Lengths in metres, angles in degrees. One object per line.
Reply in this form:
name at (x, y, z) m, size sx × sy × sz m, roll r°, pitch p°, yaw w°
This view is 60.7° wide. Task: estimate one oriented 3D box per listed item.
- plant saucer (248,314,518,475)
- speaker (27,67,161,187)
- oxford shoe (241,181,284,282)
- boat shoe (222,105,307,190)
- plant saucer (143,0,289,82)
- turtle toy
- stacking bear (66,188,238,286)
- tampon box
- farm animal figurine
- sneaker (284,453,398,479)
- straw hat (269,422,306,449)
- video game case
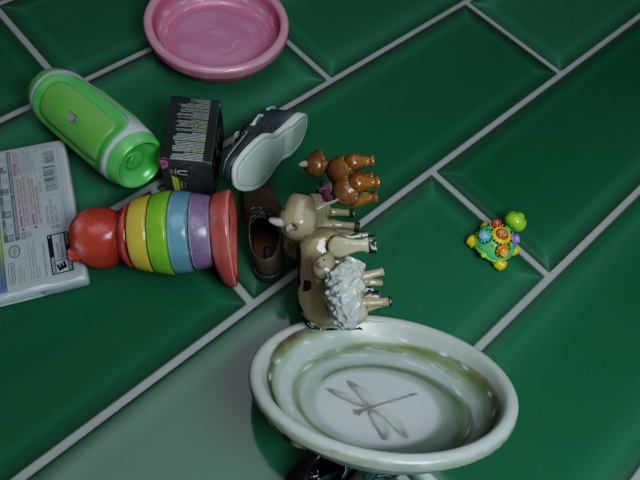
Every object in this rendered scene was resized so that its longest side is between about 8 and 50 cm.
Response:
plant saucer at (0.090, 0.242, 0.846) m, size 0.401 × 0.100 × 0.400 m, roll 4°, pitch 18°, yaw -1°
speaker at (-0.450, -0.228, 1.089) m, size 0.297 × 0.131 × 0.131 m, roll 37°, pitch 64°, yaw 20°
oxford shoe at (-0.108, -0.041, 1.057) m, size 0.083 × 0.096 × 0.227 m, roll -11°, pitch 61°, yaw -7°
boat shoe at (-0.125, -0.191, 1.100) m, size 0.091 × 0.114 × 0.302 m, roll 20°, pitch 31°, yaw 14°
plant saucer at (-0.243, -0.492, 1.295) m, size 0.332 × 0.084 × 0.332 m, roll 3°, pitch 61°, yaw -6°
turtle toy at (0.366, -0.008, 1.109) m, size 0.095 × 0.066 × 0.130 m, roll 42°, pitch 65°, yaw 16°
stacking bear at (-0.302, -0.009, 0.989) m, size 0.289 × 0.164 × 0.175 m, roll -3°, pitch 62°, yaw -3°
tampon box at (-0.257, -0.189, 1.105) m, size 0.102 × 0.120 × 0.160 m, roll 4°, pitch 61°, yaw -5°
farm animal figurine at (0.000, 0.000, 0.949) m, size 0.172 × 0.330 × 0.326 m, roll -5°, pitch 79°, yaw -4°
sneaker at (0.071, 0.343, 0.863) m, size 0.267 × 0.106 × 0.101 m, roll -25°, pitch 66°, yaw -20°
straw hat at (-0.018, 0.306, 0.891) m, size 0.145 × 0.061 × 0.144 m, roll 4°, pitch 17°, yaw -1°
video game case at (-0.613, -0.026, 1.026) m, size 0.300 × 0.036 × 0.328 m, roll -14°, pitch 65°, yaw -14°
